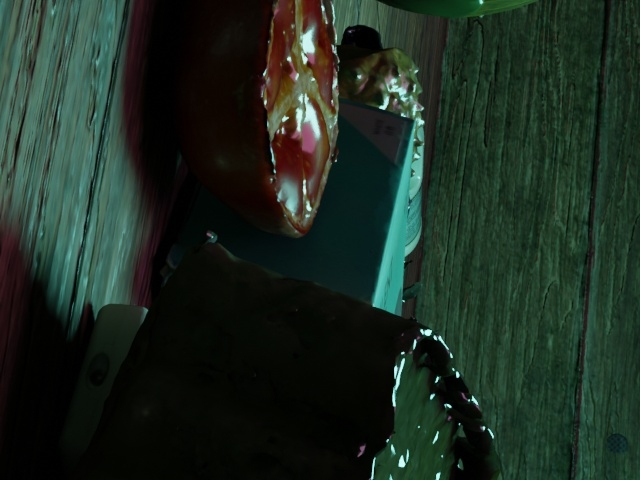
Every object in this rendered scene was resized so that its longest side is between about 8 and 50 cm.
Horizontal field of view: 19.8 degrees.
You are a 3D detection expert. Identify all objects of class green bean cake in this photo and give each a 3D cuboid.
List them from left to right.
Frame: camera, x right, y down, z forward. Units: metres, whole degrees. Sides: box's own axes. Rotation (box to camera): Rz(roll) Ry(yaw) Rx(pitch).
[{"bbox_3d":[-0.032,0.154,0.746,0.241,0.132,0.255,62,50,-69],"label":"green bean cake"}]

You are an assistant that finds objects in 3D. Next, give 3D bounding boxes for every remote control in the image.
[{"bbox_3d":[-0.089,0.121,0.836,0.190,0.029,0.087,90,9,-45],"label":"remote control"}]

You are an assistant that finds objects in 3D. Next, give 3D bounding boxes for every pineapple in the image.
[{"bbox_3d":[0.018,-0.004,1.192,0.125,0.125,0.251,-67,156,-70],"label":"pineapple"}]

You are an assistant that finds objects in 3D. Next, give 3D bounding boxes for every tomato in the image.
[{"bbox_3d":[-0.038,-0.077,0.926,0.155,0.069,0.155,0,90,-75],"label":"tomato"}]

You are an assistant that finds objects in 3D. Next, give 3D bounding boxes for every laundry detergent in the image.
[{"bbox_3d":[0.080,-0.086,2.020,0.225,0.070,0.099,90,15,-47],"label":"laundry detergent"}]

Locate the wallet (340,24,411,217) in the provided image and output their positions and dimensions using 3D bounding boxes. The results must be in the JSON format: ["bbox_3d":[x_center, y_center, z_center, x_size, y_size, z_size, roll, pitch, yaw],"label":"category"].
[{"bbox_3d":[0.037,0.002,1.561,0.379,0.046,0.190,91,-11,-56],"label":"wallet"}]

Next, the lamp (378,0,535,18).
[{"bbox_3d":[0.089,-0.244,1.139,0.284,0.250,0.250,78,18,-55],"label":"lamp"}]

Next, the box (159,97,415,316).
[{"bbox_3d":[-0.017,0.095,1.074,0.205,0.118,0.311,-78,171,-57],"label":"box"}]
